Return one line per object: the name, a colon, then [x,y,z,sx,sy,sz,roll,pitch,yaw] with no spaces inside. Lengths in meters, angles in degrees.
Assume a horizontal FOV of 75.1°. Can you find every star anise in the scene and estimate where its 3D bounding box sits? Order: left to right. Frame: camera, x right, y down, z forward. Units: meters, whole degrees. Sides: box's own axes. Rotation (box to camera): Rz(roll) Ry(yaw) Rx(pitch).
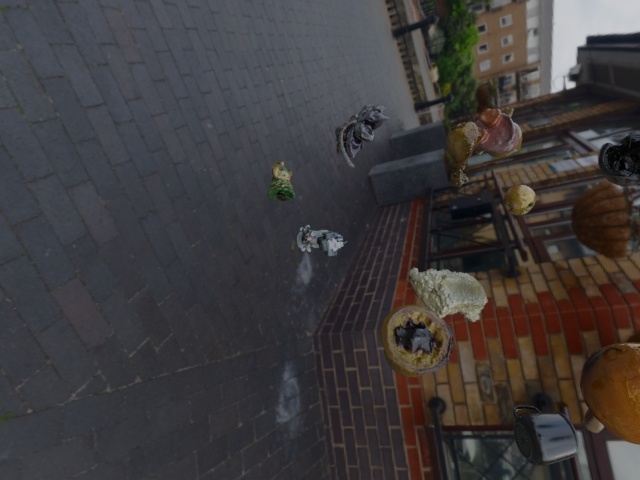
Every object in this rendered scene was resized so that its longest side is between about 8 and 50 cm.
star anise: [0.116,-0.342,1.309,0.081,0.230,0.262,44,60,-32]

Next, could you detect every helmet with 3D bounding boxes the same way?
helmet: [0.930,-0.226,1.239,0.107,0.177,0.153,51,32,-48]

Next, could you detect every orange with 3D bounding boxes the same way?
orange: [0.792,0.374,1.039,0.246,0.246,0.245,-11,90,-69]

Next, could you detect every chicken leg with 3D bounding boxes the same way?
chicken leg: [0.483,-0.292,1.431,0.087,0.107,0.251,-32,135,-26]

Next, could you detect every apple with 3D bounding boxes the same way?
apple: [0.906,-0.188,1.905,0.146,0.147,0.146,-11,90,-69]

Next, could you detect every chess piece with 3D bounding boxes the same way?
chess piece: [0.796,0.513,1.203,0.083,0.038,0.083,-49,155,-33]

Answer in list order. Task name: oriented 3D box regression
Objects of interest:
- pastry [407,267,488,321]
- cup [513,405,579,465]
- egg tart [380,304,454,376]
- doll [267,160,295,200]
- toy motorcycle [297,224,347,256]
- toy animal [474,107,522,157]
pastry: [0.319,0.131,0.989,0.259,0.089,0.121,14,50,-42]
cup: [0.788,0.677,1.484,0.223,0.177,0.169,-100,180,-63]
egg tart: [0.281,0.311,1.260,0.170,0.216,0.215,92,1,-57]
doll: [-0.116,-0.160,1.153,0.078,0.077,0.113,29,39,-53]
toy motorcycle: [0.000,0.000,1.496,0.221,0.150,0.102,-155,-120,-68]
toy animal: [0.666,-0.391,1.554,0.169,0.195,0.281,43,24,20]
